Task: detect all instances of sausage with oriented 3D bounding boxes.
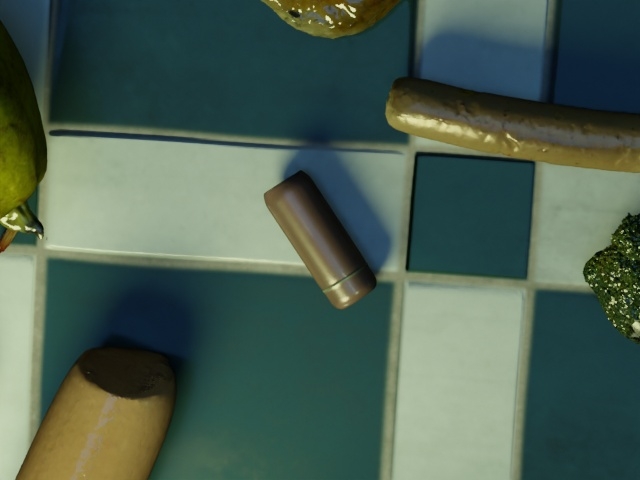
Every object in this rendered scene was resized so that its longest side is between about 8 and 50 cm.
[{"bbox_3d":[0.212,-0.109,1.765,0.301,0.066,0.065,9,96,7],"label":"sausage"},{"bbox_3d":[-0.234,0.227,1.811,0.123,0.123,0.253,24,97,3],"label":"sausage"}]

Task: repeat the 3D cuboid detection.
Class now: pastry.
[{"bbox_3d":[0.017,-0.293,1.753,0.182,0.093,0.192,36,99,5],"label":"pastry"}]

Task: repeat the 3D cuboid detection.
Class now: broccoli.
[{"bbox_3d":[0.332,0.035,1.727,0.146,0.162,0.138,28,67,-7],"label":"broccoli"}]

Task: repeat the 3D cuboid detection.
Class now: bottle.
[{"bbox_3d":[0.000,0.000,1.801,0.053,0.053,0.140,-33,90,8],"label":"bottle"}]

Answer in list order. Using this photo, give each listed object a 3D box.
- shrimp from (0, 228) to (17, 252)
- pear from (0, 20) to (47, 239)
[{"bbox_3d":[-0.355,-0.017,1.852,0.114,0.023,0.083,-35,93,4],"label":"shrimp"},{"bbox_3d":[-0.408,-0.124,1.731,0.375,0.287,0.287,40,98,-10],"label":"pear"}]
